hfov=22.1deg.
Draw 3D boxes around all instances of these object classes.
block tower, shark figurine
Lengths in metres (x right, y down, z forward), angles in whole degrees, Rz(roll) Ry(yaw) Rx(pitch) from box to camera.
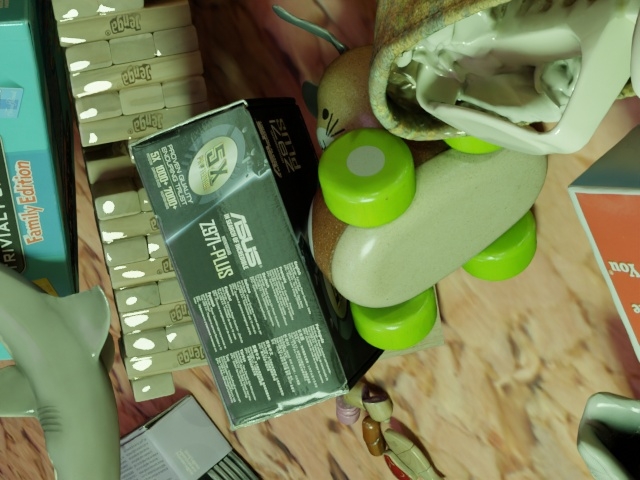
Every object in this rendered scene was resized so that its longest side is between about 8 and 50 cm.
[{"bbox_3d":[-0.119,-0.066,1.121,0.091,0.097,0.335,-124,24,-69],"label":"block tower"},{"bbox_3d":[-0.206,0.048,1.122,0.278,0.166,0.116,45,131,-14],"label":"shark figurine"}]

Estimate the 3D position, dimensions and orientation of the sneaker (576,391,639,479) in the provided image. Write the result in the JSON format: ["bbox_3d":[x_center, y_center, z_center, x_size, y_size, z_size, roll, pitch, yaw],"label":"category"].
[{"bbox_3d":[0.240,0.146,0.873,0.121,0.099,0.262,38,162,-35],"label":"sneaker"}]

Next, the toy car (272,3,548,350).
[{"bbox_3d":[0.027,-0.061,0.972,0.188,0.149,0.155,48,164,34],"label":"toy car"}]

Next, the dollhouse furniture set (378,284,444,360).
[{"bbox_3d":[0.000,0.000,1.169,0.151,0.123,0.144,-129,28,-73],"label":"dollhouse furniture set"}]

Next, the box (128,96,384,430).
[{"bbox_3d":[-0.034,0.008,1.003,0.147,0.078,0.180,-25,-85,-78],"label":"box"}]

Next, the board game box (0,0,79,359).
[{"bbox_3d":[-0.234,-0.114,1.205,0.336,0.079,0.253,91,172,-48],"label":"board game box"}]

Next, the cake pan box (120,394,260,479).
[{"bbox_3d":[-0.119,0.288,1.637,0.245,0.070,0.267,51,152,0],"label":"cake pan box"}]

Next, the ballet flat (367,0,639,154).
[{"bbox_3d":[0.144,-0.096,0.739,0.349,0.123,0.123,-2,120,52],"label":"ballet flat"}]

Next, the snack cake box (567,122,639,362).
[{"bbox_3d":[0.256,0.019,0.758,0.264,0.089,0.152,5,128,54],"label":"snack cake box"}]

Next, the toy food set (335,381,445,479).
[{"bbox_3d":[0.046,0.147,1.288,0.122,0.019,0.078,50,153,-10],"label":"toy food set"}]
